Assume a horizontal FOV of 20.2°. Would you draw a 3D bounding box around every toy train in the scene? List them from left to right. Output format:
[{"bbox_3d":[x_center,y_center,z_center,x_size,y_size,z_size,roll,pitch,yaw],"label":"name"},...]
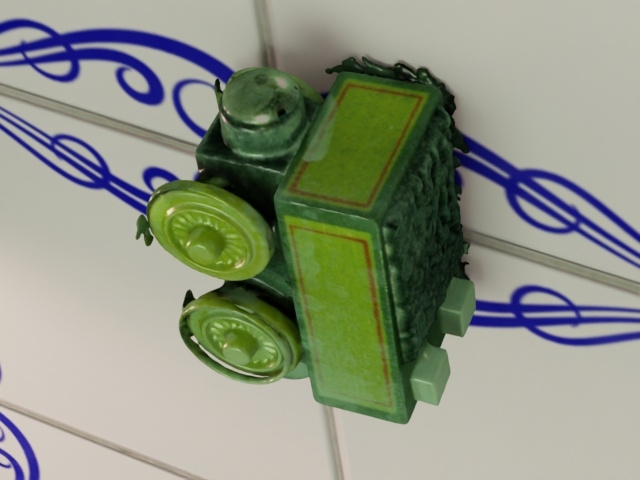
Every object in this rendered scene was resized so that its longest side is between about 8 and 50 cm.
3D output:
[{"bbox_3d":[0.000,0.000,1.228,0.188,0.159,0.272,12,141,18],"label":"toy train"}]
